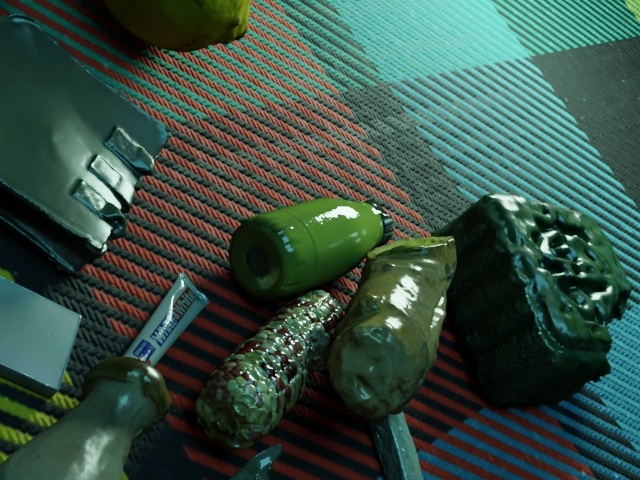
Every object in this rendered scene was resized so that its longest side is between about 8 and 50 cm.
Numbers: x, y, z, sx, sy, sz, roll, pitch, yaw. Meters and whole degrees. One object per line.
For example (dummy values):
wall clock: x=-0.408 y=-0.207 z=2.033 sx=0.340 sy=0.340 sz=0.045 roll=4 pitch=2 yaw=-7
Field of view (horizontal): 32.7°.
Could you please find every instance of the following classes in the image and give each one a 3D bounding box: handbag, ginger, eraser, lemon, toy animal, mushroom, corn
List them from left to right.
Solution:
eraser: x=-0.328 y=0.088 z=1.124 sx=0.150 sy=0.023 sz=0.104 roll=30 pitch=42 yaw=-22
handbag: x=-0.317 y=-0.115 z=1.264 sx=0.260 sy=0.079 sz=0.247 roll=38 pitch=40 yaw=-14
mushroom: x=-0.241 y=0.242 z=0.995 sx=0.128 sy=0.128 sz=0.350 roll=40 pitch=40 yaw=-11
lemon: x=-0.202 y=-0.365 z=1.482 sx=0.260 sy=0.204 sz=0.204 roll=40 pitch=39 yaw=-15
toy animal: x=-0.083 y=0.276 z=1.144 sx=0.155 sy=0.095 sz=0.219 roll=36 pitch=39 yaw=-22
corn: x=-0.047 y=0.142 z=1.290 sx=0.098 sy=0.098 sz=0.290 roll=49 pitch=34 yaw=0
ginger: x=0.096 y=0.093 z=1.359 sx=0.354 sy=0.126 sz=0.190 roll=-64 pitch=143 yaw=-48

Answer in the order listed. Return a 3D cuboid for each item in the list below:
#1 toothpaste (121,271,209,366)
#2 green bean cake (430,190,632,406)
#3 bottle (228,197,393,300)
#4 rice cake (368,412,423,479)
toothpaste: x=-0.187 y=0.109 z=1.238 sx=0.052 sy=0.033 sz=0.218 roll=48 pitch=34 yaw=-10
green bean cake: x=0.346 y=0.090 z=1.649 sx=0.308 sy=0.169 sz=0.300 roll=8 pitch=53 yaw=-41
bottle: x=0.000 y=0.000 z=1.439 sx=0.260 sy=0.112 sz=0.112 roll=-18 pitch=72 yaw=-50
rice cake: x=0.081 y=0.224 z=1.384 sx=0.045 sy=0.042 sz=0.245 roll=9 pitch=52 yaw=-42
